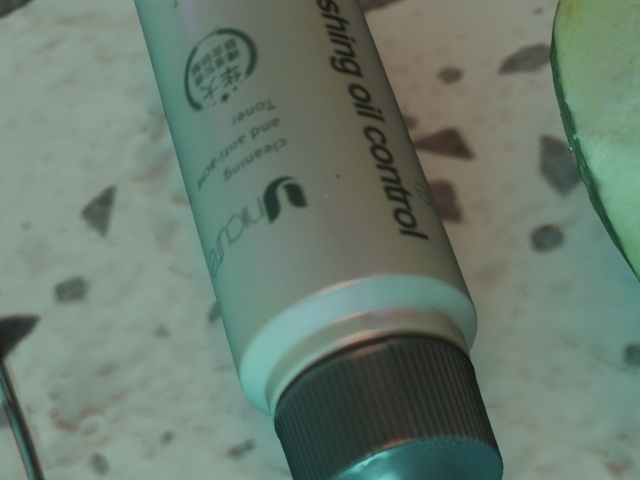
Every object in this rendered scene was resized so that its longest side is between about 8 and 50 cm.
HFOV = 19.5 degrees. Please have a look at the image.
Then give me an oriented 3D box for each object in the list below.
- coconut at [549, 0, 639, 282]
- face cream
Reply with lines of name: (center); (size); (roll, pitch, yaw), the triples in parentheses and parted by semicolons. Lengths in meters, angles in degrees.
coconut: (0.199, -0.058, 0.601); (0.241, 0.241, 0.241); (-5, 54, 8)
face cream: (0.000, 0.000, 0.695); (0.092, 0.092, 0.311); (-16, 54, 0)
